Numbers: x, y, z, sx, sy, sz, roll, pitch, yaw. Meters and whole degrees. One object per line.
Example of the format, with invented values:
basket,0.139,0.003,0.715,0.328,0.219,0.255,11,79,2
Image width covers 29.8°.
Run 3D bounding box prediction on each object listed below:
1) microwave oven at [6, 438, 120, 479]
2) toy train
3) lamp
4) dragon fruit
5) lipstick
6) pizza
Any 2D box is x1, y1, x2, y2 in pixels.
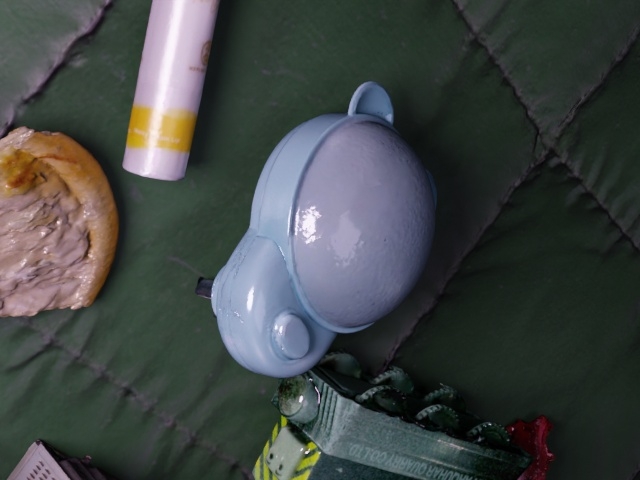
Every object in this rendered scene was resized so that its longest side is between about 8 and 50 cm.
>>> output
microwave oven,-0.190,0.292,1.100,0.205,0.163,0.129,40,80,-35
toy train,0.072,0.233,1.280,0.330,0.138,0.178,22,98,-37
lamp,0.008,0.003,1.138,0.284,0.147,0.209,-43,129,-13
dragon fruit,0.249,0.280,1.462,0.131,0.063,0.097,-39,125,-17
lipstick,-0.120,-0.185,1.035,0.059,0.059,0.264,4,104,-36
pizza,-0.270,0.000,0.978,0.262,0.034,0.181,-19,126,-43
